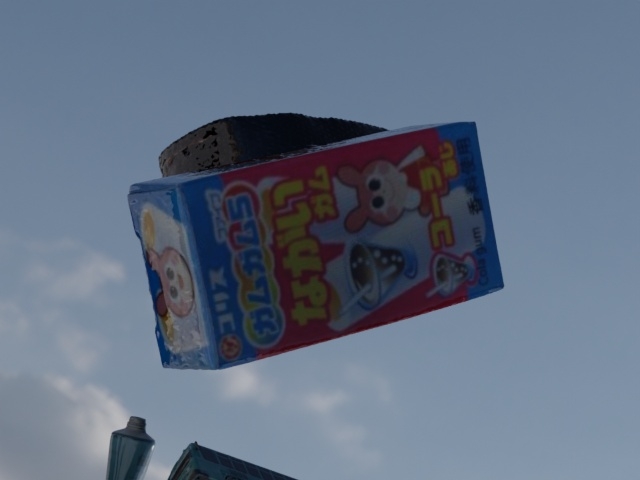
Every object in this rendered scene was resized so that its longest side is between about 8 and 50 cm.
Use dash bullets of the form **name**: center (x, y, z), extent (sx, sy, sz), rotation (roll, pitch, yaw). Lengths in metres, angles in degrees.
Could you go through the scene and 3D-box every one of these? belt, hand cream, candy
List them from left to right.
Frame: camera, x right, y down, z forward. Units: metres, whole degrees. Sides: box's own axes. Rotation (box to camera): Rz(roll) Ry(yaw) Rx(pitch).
- **hand cream**: center (-0.216, 0.297, 1.940), extent (0.048, 0.224, 0.083), rotation (11, -2, 5)
- **belt**: center (-0.017, -0.024, 1.831), extent (0.289, 0.164, 0.184), rotation (4, -26, -36)
- **candy**: center (0.001, 0.000, 1.547), extent (0.100, 0.306, 0.157), rotation (-1, -80, 58)

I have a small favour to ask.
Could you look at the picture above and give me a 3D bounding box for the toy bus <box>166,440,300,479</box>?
- **toy bus**: center (-0.082, 0.269, 1.860), extent (0.160, 0.079, 0.092), rotation (22, 16, -26)
